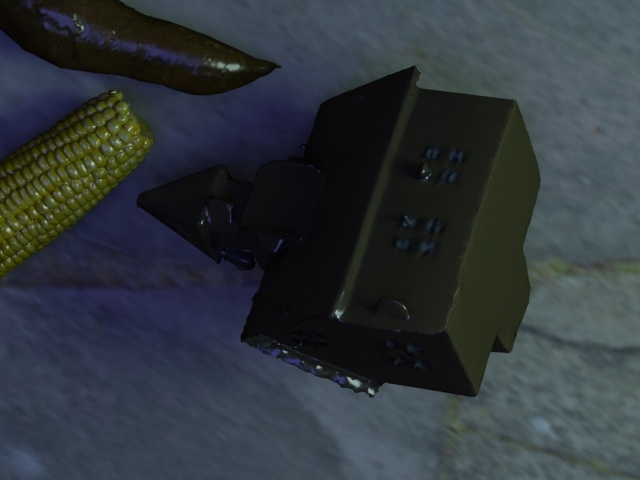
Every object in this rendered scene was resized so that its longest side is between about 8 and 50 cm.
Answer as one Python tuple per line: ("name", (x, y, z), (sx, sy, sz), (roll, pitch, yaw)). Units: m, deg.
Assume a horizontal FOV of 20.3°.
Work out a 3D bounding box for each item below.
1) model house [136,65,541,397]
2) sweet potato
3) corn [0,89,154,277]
("model house", (0.000, 0.000, 1.144), (0.248, 0.176, 0.181), (10, 63, 21))
("sweet potato", (-0.159, -0.144, 1.156), (0.274, 0.067, 0.067), (20, 106, -7))
("corn", (-0.199, -0.024, 1.188), (0.206, 0.067, 0.067), (-36, 99, 11))
